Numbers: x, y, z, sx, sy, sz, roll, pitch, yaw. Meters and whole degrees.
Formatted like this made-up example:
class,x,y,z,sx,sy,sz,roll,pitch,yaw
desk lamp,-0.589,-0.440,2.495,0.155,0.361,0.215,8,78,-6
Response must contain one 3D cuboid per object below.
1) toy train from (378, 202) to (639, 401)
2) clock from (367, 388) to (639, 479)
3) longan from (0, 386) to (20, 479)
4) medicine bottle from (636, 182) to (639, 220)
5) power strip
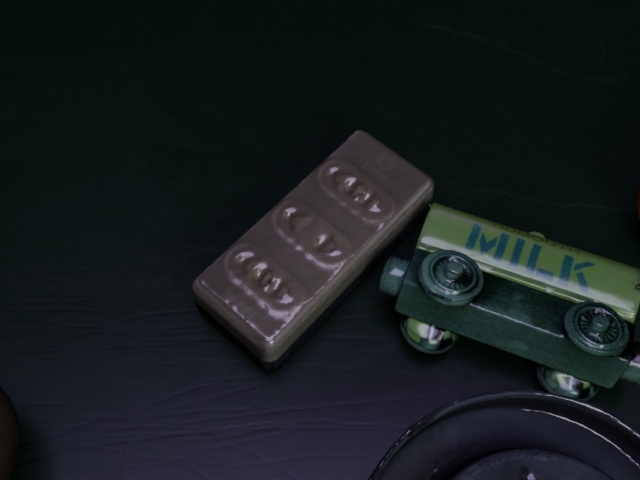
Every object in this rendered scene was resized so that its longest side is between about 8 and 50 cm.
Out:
class,x,y,z,sx,sy,sz,roll,pitch,yaw
toy train,0.188,0.047,0.836,0.253,0.105,0.157,19,48,9
clock,0.165,0.276,0.691,0.318,0.066,0.319,4,65,-9
longan,-0.341,0.170,0.719,0.189,0.189,0.189,0,61,-1
medicine bottle,0.454,-0.072,0.865,0.288,0.157,0.157,-23,64,-13
power strip,0.000,0.000,0.867,0.105,0.070,0.256,38,66,18
